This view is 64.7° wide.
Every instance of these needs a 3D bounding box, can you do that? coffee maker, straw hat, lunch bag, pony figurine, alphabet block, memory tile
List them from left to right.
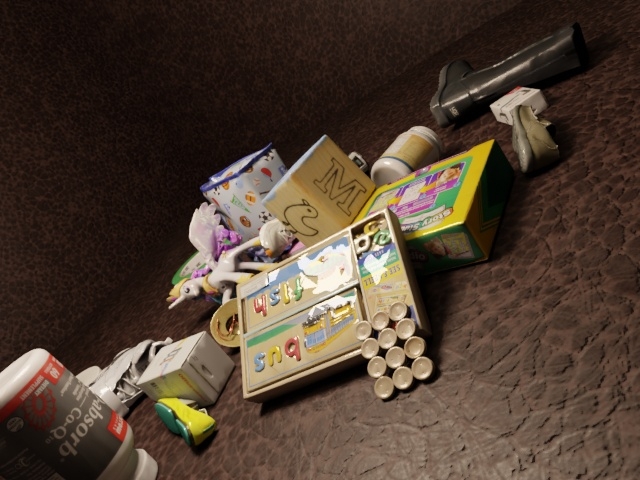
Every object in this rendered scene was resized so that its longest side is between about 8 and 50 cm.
[{"bbox_3d":[-0.300,0.073,1.625,0.363,0.303,0.351,-9,41,29],"label":"pony figurine"},{"bbox_3d":[-0.221,0.231,1.367,0.144,0.144,0.061,-46,-21,-23],"label":"straw hat"},{"bbox_3d":[-0.235,-0.124,1.802,0.385,0.328,0.239,-17,23,49],"label":"lunch bag"},{"bbox_3d":[-0.005,-0.124,1.353,0.193,0.197,0.192,-53,11,-34],"label":"alphabet block"},{"bbox_3d":[0.071,-0.217,1.788,0.178,0.120,0.171,-43,19,-17],"label":"coffee maker"},{"bbox_3d":[0.122,0.183,0.853,0.113,0.012,0.148,-35,49,19],"label":"memory tile"}]

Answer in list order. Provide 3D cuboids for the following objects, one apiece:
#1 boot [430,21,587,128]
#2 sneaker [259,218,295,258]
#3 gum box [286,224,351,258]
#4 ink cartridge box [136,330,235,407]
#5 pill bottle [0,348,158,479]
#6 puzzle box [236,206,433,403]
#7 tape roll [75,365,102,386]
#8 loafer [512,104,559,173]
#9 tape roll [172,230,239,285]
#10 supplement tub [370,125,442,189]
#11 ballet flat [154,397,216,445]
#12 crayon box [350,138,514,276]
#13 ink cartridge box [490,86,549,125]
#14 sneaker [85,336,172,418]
[{"bbox_3d":[0.592,-0.554,1.593,0.445,0.146,0.367,-24,30,41],"label":"boot"},{"bbox_3d":[-0.090,-0.046,1.532,0.121,0.099,0.262,-21,24,32],"label":"sneaker"},{"bbox_3d":[0.000,0.000,1.506,0.188,0.062,0.107,-27,22,29],"label":"gum box"},{"bbox_3d":[-0.326,0.327,1.240,0.176,0.128,0.127,-24,23,32],"label":"ink cartridge box"},{"bbox_3d":[-0.520,0.413,1.028,0.210,0.363,0.210,-33,20,14],"label":"pill bottle"},{"bbox_3d":[0.002,0.136,1.019,0.408,0.052,0.272,-28,52,23],"label":"puzzle box"},{"bbox_3d":[-0.784,0.540,1.606,0.286,0.100,0.286,-33,20,14],"label":"tape roll"},{"bbox_3d":[0.495,-0.237,1.167,0.087,0.094,0.251,-4,41,16],"label":"loafer"},{"bbox_3d":[-0.463,0.094,2.087,0.321,0.077,0.321,-33,19,13],"label":"tape roll"},{"bbox_3d":[0.250,-0.220,1.444,0.144,0.144,0.200,-10,33,53],"label":"supplement tub"},{"bbox_3d":[-0.301,0.399,1.141,0.077,0.077,0.231,-24,13,-33],"label":"ballet flat"},{"bbox_3d":[0.229,-0.050,1.156,0.362,0.106,0.313,-20,27,43],"label":"crayon box"},{"bbox_3d":[0.547,-0.372,1.399,0.099,0.056,0.135,-34,19,7],"label":"ink cartridge box"},{"bbox_3d":[-0.559,0.413,1.436,0.210,0.137,0.366,-30,17,28],"label":"sneaker"}]
